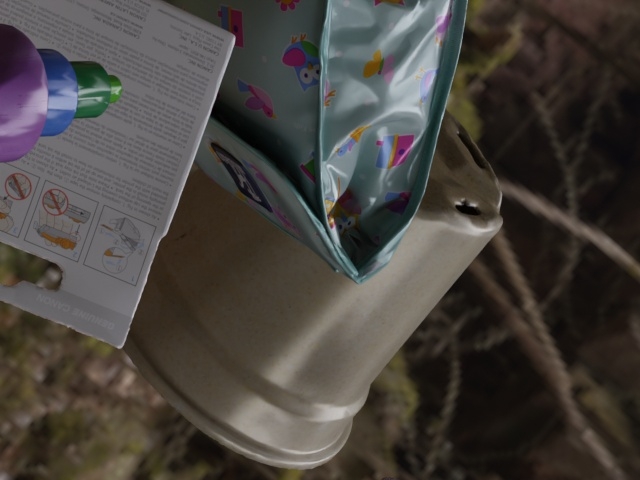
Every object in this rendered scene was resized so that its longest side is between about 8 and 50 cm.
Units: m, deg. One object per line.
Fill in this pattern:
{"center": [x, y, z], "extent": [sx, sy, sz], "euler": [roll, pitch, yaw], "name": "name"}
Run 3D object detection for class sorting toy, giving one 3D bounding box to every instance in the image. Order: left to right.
{"center": [-0.214, 0.019, 0.986], "extent": [0.126, 0.127, 0.365], "euler": [-7, 148, -48], "name": "sorting toy"}

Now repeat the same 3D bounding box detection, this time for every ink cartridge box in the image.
{"center": [-0.174, -0.065, 1.196], "extent": [0.056, 0.181, 0.225], "euler": [-8, -120, 66], "name": "ink cartridge box"}

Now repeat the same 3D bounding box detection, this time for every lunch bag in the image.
{"center": [-0.019, -0.121, 1.398], "extent": [0.160, 0.223, 0.262], "euler": [-14, 123, -36], "name": "lunch bag"}

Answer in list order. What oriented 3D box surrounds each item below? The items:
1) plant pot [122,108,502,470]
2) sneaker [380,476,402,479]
{"center": [0.000, 0.000, 1.818], "extent": [0.305, 0.334, 0.334], "euler": [-43, -171, 26], "name": "plant pot"}
{"center": [0.079, 0.302, 1.689], "extent": [0.095, 0.104, 0.236], "euler": [-49, -157, 28], "name": "sneaker"}
